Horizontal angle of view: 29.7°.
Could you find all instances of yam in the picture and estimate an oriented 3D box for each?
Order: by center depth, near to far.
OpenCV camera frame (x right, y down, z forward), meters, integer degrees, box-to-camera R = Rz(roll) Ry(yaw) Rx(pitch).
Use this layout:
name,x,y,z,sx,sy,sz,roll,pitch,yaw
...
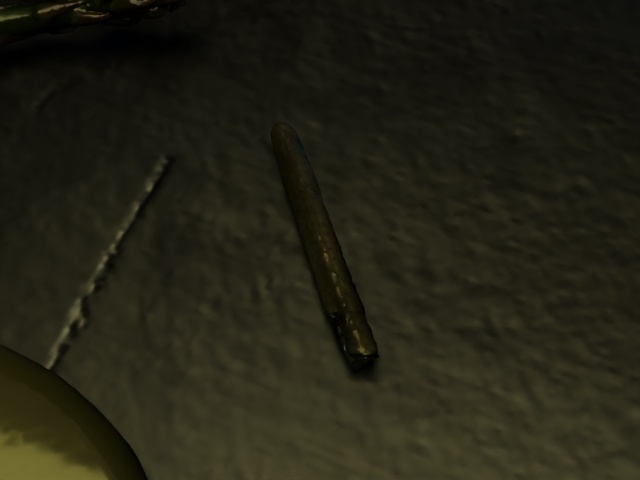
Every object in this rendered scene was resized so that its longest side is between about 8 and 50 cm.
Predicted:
name,x,y,z,sx,sy,sz,roll,pitch,yaw
yam,0.000,0.000,0.439,0.014,0.014,0.107,-16,61,-6

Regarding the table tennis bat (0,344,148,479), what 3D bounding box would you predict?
name,x,y,z,sx,sy,sz,roll,pitch,yaw
table tennis bat,-0.219,0.150,0.347,0.369,0.054,0.224,-19,62,-13

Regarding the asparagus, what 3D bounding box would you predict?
name,x,y,z,sx,sy,sz,roll,pitch,yaw
asparagus,-0.170,-0.079,0.482,0.249,0.024,0.025,-10,36,1
